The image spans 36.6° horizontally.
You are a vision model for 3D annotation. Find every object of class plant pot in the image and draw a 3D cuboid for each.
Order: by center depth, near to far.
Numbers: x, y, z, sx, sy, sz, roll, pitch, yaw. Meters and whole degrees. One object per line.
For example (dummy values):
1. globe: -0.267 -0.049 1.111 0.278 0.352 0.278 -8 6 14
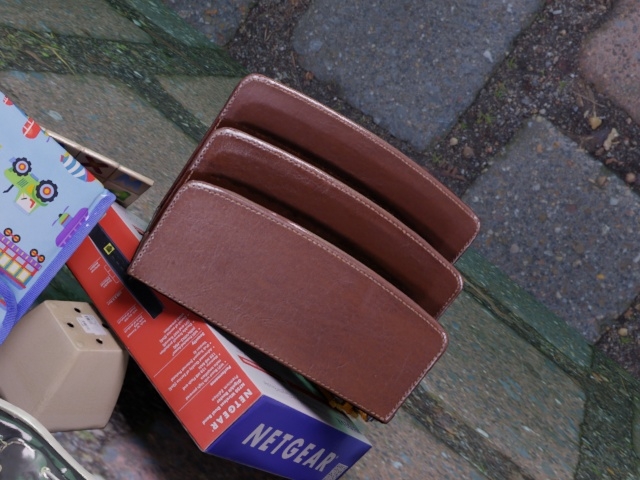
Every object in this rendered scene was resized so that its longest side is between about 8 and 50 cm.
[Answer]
1. plant pot: -0.259 0.120 0.978 0.109 0.096 0.109 47 21 29

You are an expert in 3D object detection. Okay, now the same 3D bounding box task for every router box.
1. router box: -0.111 0.127 1.100 0.301 0.082 0.335 47 2 30

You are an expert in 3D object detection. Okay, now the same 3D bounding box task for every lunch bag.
1. lunch bag: -0.368 0.003 0.855 0.138 0.293 0.221 -4 -42 51

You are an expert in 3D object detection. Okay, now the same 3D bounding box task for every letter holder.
1. letter holder: 0.000 0.000 0.970 0.302 0.214 0.152 32 20 -12

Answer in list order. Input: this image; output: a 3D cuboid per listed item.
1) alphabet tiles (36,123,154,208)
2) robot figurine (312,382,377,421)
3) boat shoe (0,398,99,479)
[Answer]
1. alphabet tiles: -0.317 -0.084 1.034 0.237 0.009 0.198 26 -25 -21
2. robot figurine: -0.015 0.101 1.189 0.291 0.085 0.211 47 2 28
3. boat shoe: -0.255 0.202 0.798 0.233 0.084 0.079 39 15 -2
